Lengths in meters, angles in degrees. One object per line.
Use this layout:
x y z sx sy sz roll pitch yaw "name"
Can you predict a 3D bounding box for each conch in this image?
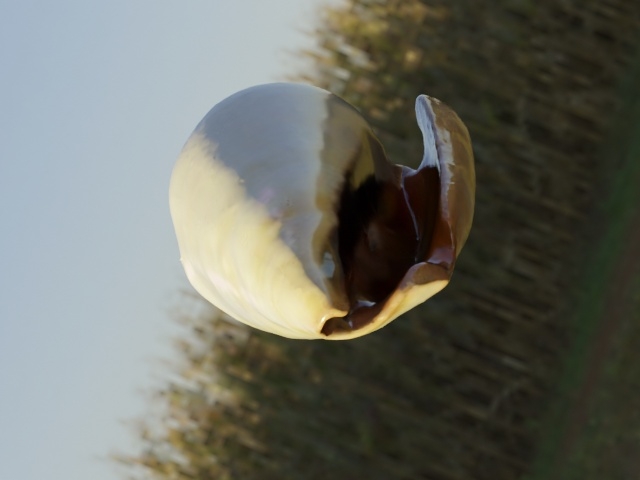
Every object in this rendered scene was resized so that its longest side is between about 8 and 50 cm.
0.002 -0.012 0.675 0.176 0.104 0.094 173 106 -81 "conch"
